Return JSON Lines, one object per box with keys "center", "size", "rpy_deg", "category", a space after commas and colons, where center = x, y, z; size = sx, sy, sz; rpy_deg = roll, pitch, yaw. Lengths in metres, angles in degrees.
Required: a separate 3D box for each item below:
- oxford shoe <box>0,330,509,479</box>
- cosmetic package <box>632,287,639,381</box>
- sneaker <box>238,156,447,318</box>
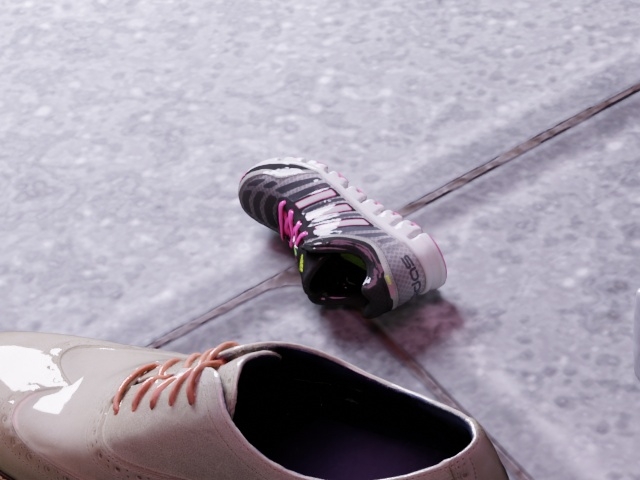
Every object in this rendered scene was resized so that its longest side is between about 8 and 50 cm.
{"center": [-0.066, 0.103, 1.166], "size": [0.397, 0.146, 0.140], "rpy_deg": [11, 47, 20], "category": "oxford shoe"}
{"center": [0.319, 0.036, 1.221], "size": [0.231, 0.085, 0.117], "rpy_deg": [-27, 46, -20], "category": "cosmetic package"}
{"center": [0.000, 0.000, 1.323], "size": [0.170, 0.063, 0.075], "rpy_deg": [30, 49, 28], "category": "sneaker"}
